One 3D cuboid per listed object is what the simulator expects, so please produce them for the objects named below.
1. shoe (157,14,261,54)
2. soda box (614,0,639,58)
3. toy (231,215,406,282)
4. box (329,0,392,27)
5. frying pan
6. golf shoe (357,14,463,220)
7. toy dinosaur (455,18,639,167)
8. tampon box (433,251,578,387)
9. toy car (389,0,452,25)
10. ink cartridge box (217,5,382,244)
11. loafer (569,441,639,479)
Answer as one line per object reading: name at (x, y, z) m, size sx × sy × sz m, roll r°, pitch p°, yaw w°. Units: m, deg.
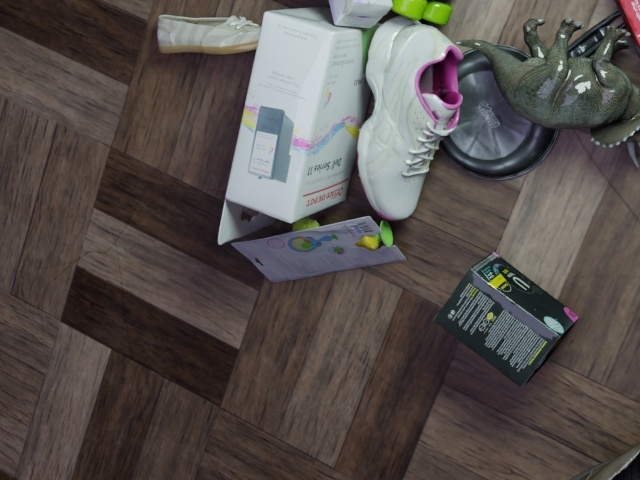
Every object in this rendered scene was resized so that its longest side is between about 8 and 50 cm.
shoe at (-0.161, -0.321, 1.966) m, size 0.219 × 0.076 × 0.058 m, roll 4°, pitch 107°, yaw 25°
soda box at (0.470, -0.246, 1.687) m, size 0.083 × 0.092 × 0.263 m, roll -23°, pitch 90°, yaw 11°
toy at (0.000, 0.000, 1.955) m, size 0.237 × 0.137 × 0.056 m, roll -8°, pitch 58°, yaw 27°
box at (0.027, -0.454, 1.789) m, size 0.063 × 0.067 × 0.324 m, roll -38°, pitch 57°, yaw 53°
frying pan at (0.303, -0.195, 1.806) m, size 0.326 × 0.053 × 0.197 m, roll -11°, pitch 97°, yaw 28°
golf shoe at (0.132, -0.161, 1.818) m, size 0.140 × 0.115 × 0.306 m, roll 26°, pitch 124°, yaw 43°
toy dinosaur at (0.330, -0.211, 1.711) m, size 0.314 × 0.121 × 0.160 m, roll 14°, pitch 91°, yaw 2°
tampon box at (0.270, 0.112, 1.838) m, size 0.161 × 0.120 × 0.101 m, roll 38°, pitch 113°, yaw 12°
toy car at (0.112, -0.413, 1.800) m, size 0.188 × 0.149 × 0.155 m, roll 31°, pitch 108°, yaw 28°
ink cartridge box at (-0.026, -0.155, 1.867) m, size 0.119 × 0.207 × 0.353 m, roll 20°, pitch 110°, yaw 20°
loafer at (0.494, 0.306, 1.708) m, size 0.366 × 0.130 × 0.134 m, roll -33°, pitch 84°, yaw -5°
